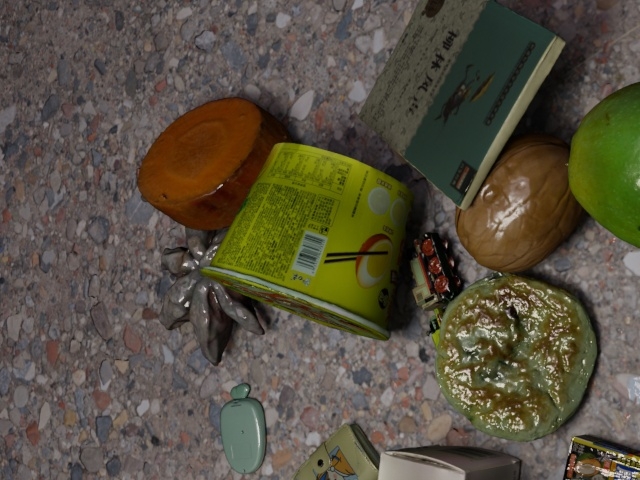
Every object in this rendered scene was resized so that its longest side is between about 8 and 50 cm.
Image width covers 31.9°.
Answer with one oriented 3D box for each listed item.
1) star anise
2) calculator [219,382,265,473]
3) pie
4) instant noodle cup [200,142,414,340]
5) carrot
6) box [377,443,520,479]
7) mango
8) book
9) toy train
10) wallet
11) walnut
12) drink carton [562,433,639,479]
[{"bbox_3d":[-0.197,0.051,1.913,0.359,0.139,0.316,1,75,33],"label":"star anise"},{"bbox_3d":[-0.133,0.322,1.910,0.095,0.021,0.153,-13,80,36],"label":"calculator"},{"bbox_3d":[0.271,0.158,1.558,0.240,0.054,0.241,-5,77,19],"label":"pie"},{"bbox_3d":[0.000,0.000,1.685,0.311,0.311,0.222,15,80,38],"label":"instant noodle cup"},{"bbox_3d":[-0.186,-0.139,1.897,0.258,0.100,0.307,-47,41,-11],"label":"carrot"},{"bbox_3d":[0.166,0.460,1.563,0.145,0.173,0.333,5,88,39],"label":"box"},{"bbox_3d":[0.483,-0.075,1.360,0.382,0.201,0.225,23,89,35],"label":"mango"},{"bbox_3d":[0.189,-0.228,1.616,0.264,0.031,0.379,-62,29,14],"label":"book"},{"bbox_3d":[0.186,0.107,1.665,0.085,0.053,0.250,-29,69,34],"label":"toy train"},{"bbox_3d":[0.025,0.373,1.769,0.155,0.039,0.110,-48,60,23],"label":"wallet"},{"bbox_3d":[0.275,-0.052,1.547,0.207,0.167,0.167,-49,59,21],"label":"walnut"},{"bbox_3d":[0.407,0.311,1.467,0.165,0.056,0.071,13,96,38],"label":"drink carton"}]
